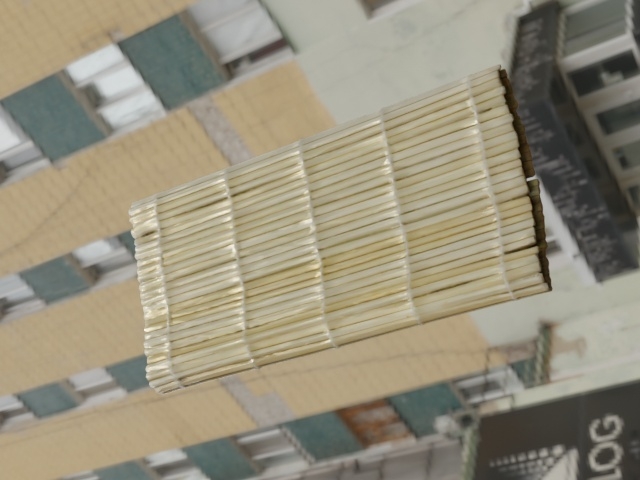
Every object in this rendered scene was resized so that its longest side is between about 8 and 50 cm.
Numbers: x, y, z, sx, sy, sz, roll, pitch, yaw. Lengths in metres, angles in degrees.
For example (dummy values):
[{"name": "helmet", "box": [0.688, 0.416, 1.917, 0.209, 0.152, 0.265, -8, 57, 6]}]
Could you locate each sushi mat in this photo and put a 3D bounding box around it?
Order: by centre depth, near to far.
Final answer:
[{"name": "sushi mat", "box": [0.000, 0.000, 0.784, 0.019, 0.316, 0.151, 16, -120, -59]}]
